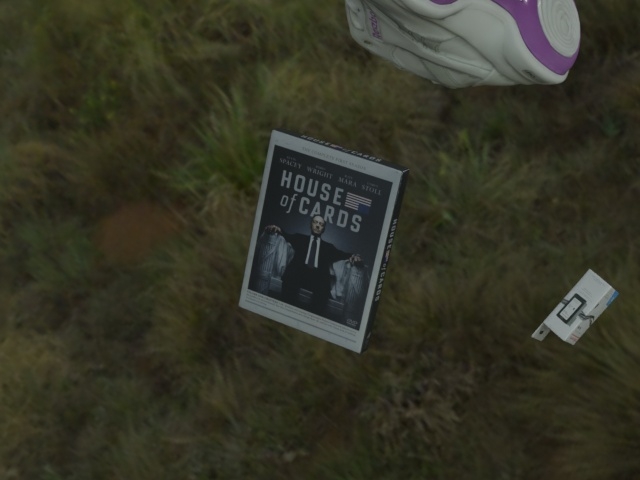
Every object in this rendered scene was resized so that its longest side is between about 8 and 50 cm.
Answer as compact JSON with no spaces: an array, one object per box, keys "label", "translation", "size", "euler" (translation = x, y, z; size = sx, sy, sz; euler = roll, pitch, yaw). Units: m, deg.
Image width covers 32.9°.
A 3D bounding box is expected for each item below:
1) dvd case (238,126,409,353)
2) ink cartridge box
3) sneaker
[{"label":"dvd case","translation":[0.000,0.000,1.330],"size":[0.179,0.029,0.239],"euler":[19,111,21]},{"label":"ink cartridge box","translation":[0.239,0.070,1.018],"size":[0.028,0.048,0.083],"euler":[44,99,25]},{"label":"sneaker","translation":[0.051,-0.173,0.732],"size":[0.152,0.305,0.114],"euler":[-5,68,39]}]
